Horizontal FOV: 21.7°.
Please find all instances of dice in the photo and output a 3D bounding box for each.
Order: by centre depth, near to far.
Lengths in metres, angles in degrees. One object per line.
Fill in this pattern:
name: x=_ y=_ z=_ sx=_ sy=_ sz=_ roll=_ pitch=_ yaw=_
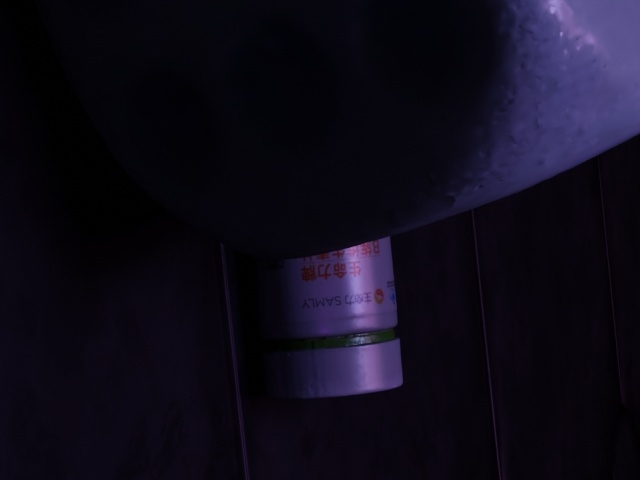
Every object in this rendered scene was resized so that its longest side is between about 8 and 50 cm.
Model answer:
dice: x=0.034 y=-0.160 z=0.813 sx=0.262 sy=0.268 sz=0.265 roll=-38 pitch=107 yaw=-50

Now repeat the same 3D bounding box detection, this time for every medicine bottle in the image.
medicine bottle: x=0.000 y=0.000 z=1.009 sx=0.086 sy=0.086 sz=0.183 roll=-6 pitch=90 yaw=-68
